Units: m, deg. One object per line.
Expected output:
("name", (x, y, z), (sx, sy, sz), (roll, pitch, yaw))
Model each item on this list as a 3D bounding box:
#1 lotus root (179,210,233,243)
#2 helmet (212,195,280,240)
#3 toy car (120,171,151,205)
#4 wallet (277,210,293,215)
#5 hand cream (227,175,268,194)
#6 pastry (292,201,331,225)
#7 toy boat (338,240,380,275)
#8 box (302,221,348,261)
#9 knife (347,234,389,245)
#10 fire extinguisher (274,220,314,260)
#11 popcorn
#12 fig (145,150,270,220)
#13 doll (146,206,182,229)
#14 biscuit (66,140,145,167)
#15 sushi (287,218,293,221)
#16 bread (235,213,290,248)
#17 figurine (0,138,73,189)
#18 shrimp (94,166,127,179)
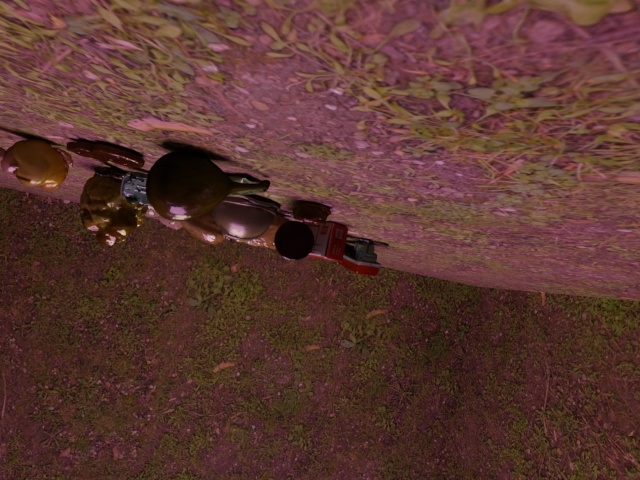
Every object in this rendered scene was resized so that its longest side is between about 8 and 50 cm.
("lotus root", (-0.430, -0.076, 1.682), (0.257, 0.154, 0.140), (30, 170, -5))
("helmet", (-0.255, -0.071, 1.362), (0.258, 0.137, 0.204), (15, 174, -37))
("toy car", (-0.468, -0.144, 1.305), (0.224, 0.090, 0.076), (14, -151, -20))
("wallet", (-0.113, -0.091, 1.529), (0.083, 0.011, 0.044), (12, 175, 3))
("hand cream", (-0.226, -0.134, 1.087), (0.175, 0.046, 0.095), (6, 168, 29))
("pastry", (-0.024, -0.074, 1.249), (0.109, 0.057, 0.097), (15, 176, -24))
("toy boat", (0.165, 0.061, 2.064), (0.145, 0.133, 0.332), (8, -173, -20))
("box", (0.000, 0.000, 1.603), (0.099, 0.133, 0.182), (17, 174, -41))
("knife", (0.180, 0.001, 1.850), (0.222, 0.021, 0.045), (13, 172, -12))
("fire extinguisher", (-0.079, 0.009, 1.388), (0.135, 0.114, 0.337), (26, 176, -5))
("popcorn", (-0.684, -0.095, 1.460), (0.206, 0.251, 0.237), (11, -171, -27))
("fig", (-0.229, -0.102, 0.933), (0.259, 0.151, 0.151), (10, 176, -25))
("doll", (-0.691, -0.136, 1.897), (0.278, 0.119, 0.154), (26, 167, -32))
("biscuit", (-0.503, -0.206, 1.038), (0.175, 0.026, 0.124), (11, 174, 3))
("sushi", (-0.225, -0.053, 1.912), (0.339, 0.068, 0.320), (10, 175, 21))
("bread", (-0.223, -0.043, 1.591), (0.244, 0.134, 0.244), (14, 175, 1))
("figurine", (-0.756, -0.206, 1.095), (0.246, 0.131, 0.156), (14, -151, -40))
("shrimp", (-0.567, -0.188, 1.317), (0.148, 0.035, 0.195), (14, -177, 6))
